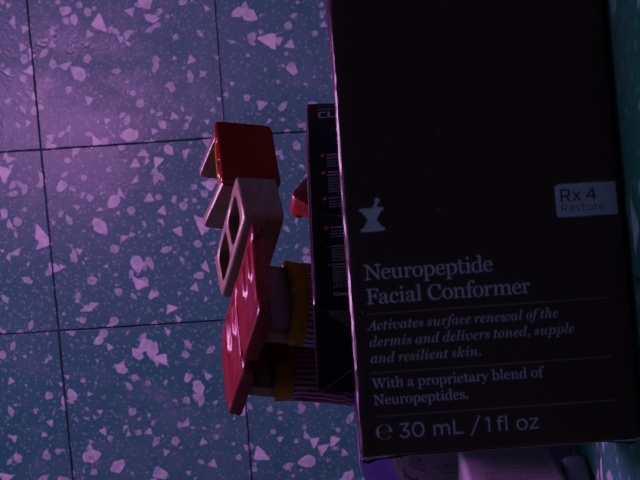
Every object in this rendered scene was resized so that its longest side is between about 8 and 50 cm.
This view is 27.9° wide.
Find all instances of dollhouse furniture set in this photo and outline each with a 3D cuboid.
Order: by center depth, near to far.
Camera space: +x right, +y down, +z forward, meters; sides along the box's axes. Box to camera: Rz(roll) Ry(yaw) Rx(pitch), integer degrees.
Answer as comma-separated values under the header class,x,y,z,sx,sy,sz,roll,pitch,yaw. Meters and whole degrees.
class,x,y,z,sx,sy,sz,roll,pitch,yaw
dollhouse furniture set,0.000,0.000,1.304,0.374,0.201,0.152,-101,22,-46

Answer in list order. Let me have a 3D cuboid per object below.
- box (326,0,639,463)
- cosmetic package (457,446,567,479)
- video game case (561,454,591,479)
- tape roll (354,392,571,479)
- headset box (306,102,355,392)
class,x,y,z,sx,sy,sz,roll,pitch,yaw
box,0.107,-0.042,0.910,0.143,0.191,0.382,78,-173,-82
cosmetic package,0.159,0.247,1.009,0.231,0.085,0.117,-98,4,-79
video game case,0.215,0.308,1.034,0.183,0.023,0.201,-91,-3,-58
tape roll,0.125,0.162,1.157,0.189,0.189,0.080,85,-178,-47
headset box,0.098,-0.015,1.118,0.293,0.218,0.110,-94,1,-48
